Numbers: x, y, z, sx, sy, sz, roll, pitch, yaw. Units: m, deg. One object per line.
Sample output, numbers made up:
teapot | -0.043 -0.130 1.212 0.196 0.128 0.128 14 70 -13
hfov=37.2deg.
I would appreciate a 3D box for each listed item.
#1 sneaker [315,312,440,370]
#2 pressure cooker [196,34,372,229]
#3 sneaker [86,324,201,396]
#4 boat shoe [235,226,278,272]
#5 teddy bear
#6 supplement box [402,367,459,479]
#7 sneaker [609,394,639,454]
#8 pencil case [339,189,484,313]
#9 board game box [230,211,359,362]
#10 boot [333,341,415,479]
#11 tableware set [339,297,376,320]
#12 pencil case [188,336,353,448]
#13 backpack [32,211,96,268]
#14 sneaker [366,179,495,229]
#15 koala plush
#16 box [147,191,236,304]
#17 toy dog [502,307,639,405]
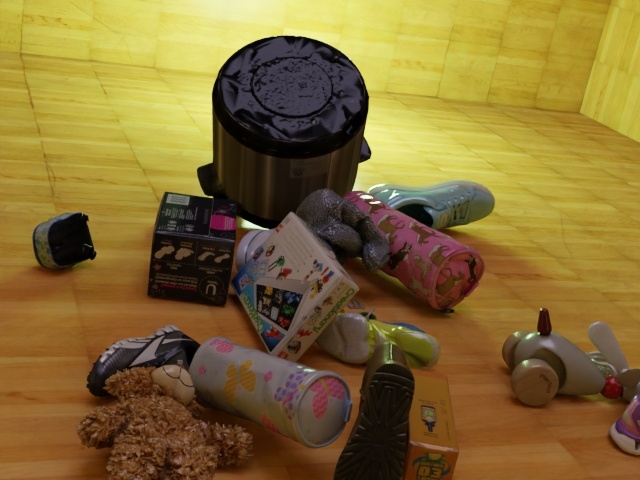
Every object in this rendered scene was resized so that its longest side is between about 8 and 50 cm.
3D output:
sneaker | 0.106 0.188 1.768 0.240 0.091 0.126 15 3 11
pressure cooker | -0.085 -0.227 2.283 0.369 0.420 0.376 21 56 10
sneaker | -0.268 0.199 1.526 0.106 0.078 0.234 19 20 26
boat shoe | -0.091 0.015 2.053 0.084 0.095 0.258 5 18 26
teddy bear | -0.216 0.274 1.317 0.245 0.113 0.338 14 21 3
supplement box | 0.167 0.292 1.508 0.078 0.080 0.233 10 19 -1
sneaker | 0.622 0.319 1.631 0.236 0.105 0.095 10 19 -6
pencil case | 0.174 0.016 2.105 0.160 0.167 0.386 -20 36 -35
board game box | -0.057 0.084 1.778 0.053 0.193 0.305 37 7 -30
boot | 0.086 0.277 1.432 0.089 0.236 0.269 21 -2 2
tableware set | 0.057 0.139 1.921 0.104 0.024 0.154 2 23 -21
pencil case | -0.080 0.225 1.423 0.273 0.114 0.124 9 -16 47
backpack | -0.516 0.003 1.880 0.084 0.105 0.114 -4 13 29
sneaker | 0.296 -0.066 2.452 0.365 0.135 0.150 -5 32 -15
koala plush | -0.004 0.027 1.956 0.196 0.203 0.221 -9 29 40
box | -0.258 0.012 1.928 0.163 0.142 0.247 7 20 -7
toy dog | 0.494 0.211 1.761 0.333 0.161 0.220 1 23 -25
